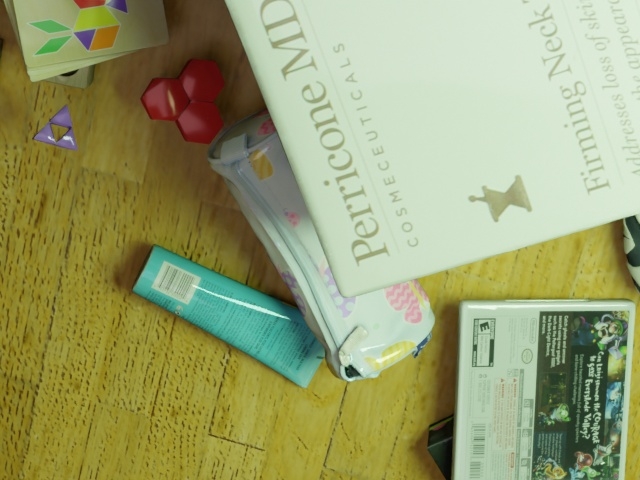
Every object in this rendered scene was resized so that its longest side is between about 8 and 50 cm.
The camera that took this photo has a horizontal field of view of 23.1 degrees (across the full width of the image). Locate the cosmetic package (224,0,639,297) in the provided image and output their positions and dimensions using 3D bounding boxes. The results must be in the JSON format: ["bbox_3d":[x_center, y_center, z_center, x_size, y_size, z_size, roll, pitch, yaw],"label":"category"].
[{"bbox_3d":[0.161,-0.201,1.283,0.393,0.327,0.329,-17,107,14],"label":"cosmetic package"}]

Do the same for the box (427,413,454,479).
[{"bbox_3d":[0.154,0.218,1.583,0.062,0.052,0.083,-28,105,15],"label":"box"}]

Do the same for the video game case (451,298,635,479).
[{"bbox_3d":[0.217,0.151,1.533,0.173,0.022,0.190,0,101,-7],"label":"video game case"}]

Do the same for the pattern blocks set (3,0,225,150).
[{"bbox_3d":[-0.219,-0.244,1.429,0.285,0.026,0.325,-3,99,-13],"label":"pattern blocks set"}]

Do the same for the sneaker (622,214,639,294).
[{"bbox_3d":[0.380,-0.044,1.434,0.235,0.094,0.153,-17,116,23],"label":"sneaker"}]

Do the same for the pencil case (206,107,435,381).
[{"bbox_3d":[0.000,0.000,1.475,0.113,0.124,0.273,-6,119,48],"label":"pencil case"}]

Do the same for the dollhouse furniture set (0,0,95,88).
[{"bbox_3d":[-0.294,-0.188,1.455,0.151,0.123,0.144,13,111,3],"label":"dollhouse furniture set"}]

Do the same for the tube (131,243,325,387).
[{"bbox_3d":[-0.086,0.072,1.567,0.207,0.052,0.080,27,116,-9],"label":"tube"}]
